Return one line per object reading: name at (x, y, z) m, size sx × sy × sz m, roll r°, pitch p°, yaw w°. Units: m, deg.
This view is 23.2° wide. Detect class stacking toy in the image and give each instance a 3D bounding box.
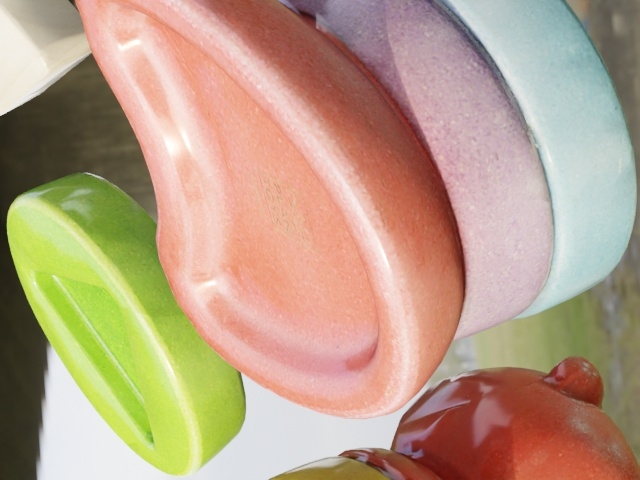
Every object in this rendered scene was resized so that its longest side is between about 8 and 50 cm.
stacking toy at (0.000, 0.000, 0.561) m, size 0.279 × 0.130 × 0.309 m, roll 37°, pitch 148°, yaw 38°
